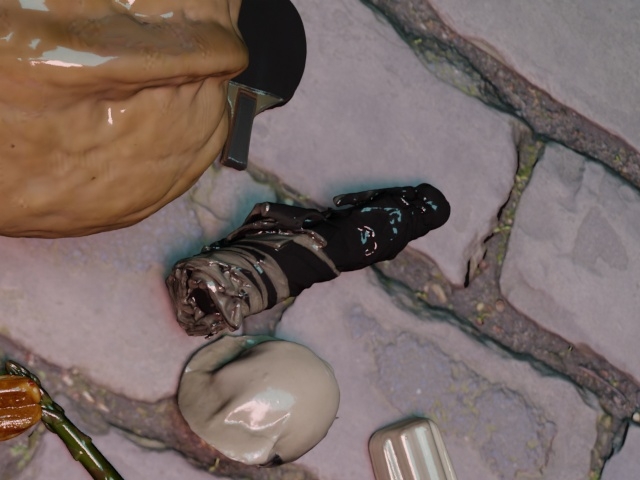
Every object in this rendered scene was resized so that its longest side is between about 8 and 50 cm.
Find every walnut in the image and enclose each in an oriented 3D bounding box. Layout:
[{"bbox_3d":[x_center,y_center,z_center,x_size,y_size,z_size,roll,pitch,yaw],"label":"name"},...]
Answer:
[{"bbox_3d":[-0.240,-0.178,1.092,0.381,0.381,0.381,7,76,-28],"label":"walnut"}]

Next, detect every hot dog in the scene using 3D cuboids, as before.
[{"bbox_3d":[-0.320,0.154,1.123,0.144,0.038,0.062,-6,93,-19],"label":"hot dog"}]

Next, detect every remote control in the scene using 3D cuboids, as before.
[{"bbox_3d":[0.122,0.305,1.346,0.090,0.049,0.230,-17,89,-29],"label":"remote control"}]

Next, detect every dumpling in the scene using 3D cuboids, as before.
[{"bbox_3d":[-0.056,0.152,1.261,0.176,0.092,0.150,-41,86,-25],"label":"dumpling"}]

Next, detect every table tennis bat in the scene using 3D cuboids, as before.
[{"bbox_3d":[-0.078,-0.181,1.358,0.130,0.019,0.220,17,70,-25],"label":"table tennis bat"}]

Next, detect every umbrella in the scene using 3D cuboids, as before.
[{"bbox_3d":[-0.004,-0.001,1.316,0.357,0.113,0.106,-22,87,-38],"label":"umbrella"}]

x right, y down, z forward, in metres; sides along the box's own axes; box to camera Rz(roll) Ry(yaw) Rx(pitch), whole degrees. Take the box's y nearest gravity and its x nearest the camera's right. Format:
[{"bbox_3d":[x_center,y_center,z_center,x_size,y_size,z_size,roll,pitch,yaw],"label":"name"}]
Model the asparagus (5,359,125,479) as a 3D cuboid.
[{"bbox_3d":[-0.219,0.202,1.183,0.027,0.034,0.236,-40,98,-12],"label":"asparagus"}]
